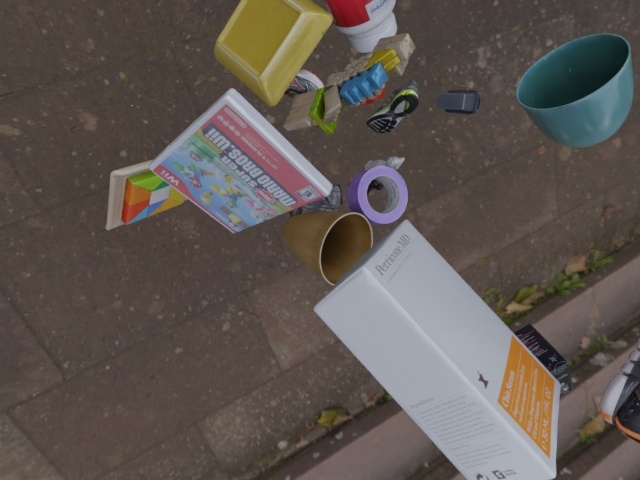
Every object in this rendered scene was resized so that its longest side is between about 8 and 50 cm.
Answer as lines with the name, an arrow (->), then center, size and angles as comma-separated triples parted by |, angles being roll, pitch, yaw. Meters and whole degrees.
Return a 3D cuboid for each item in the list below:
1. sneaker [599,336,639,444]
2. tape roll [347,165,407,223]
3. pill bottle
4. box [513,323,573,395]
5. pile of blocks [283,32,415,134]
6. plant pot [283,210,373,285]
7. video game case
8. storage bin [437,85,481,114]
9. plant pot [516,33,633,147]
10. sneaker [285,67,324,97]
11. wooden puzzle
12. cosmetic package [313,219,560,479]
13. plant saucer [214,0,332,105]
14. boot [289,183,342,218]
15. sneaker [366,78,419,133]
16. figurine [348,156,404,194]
sneaker -> 0.635, 0.215, 0.659 | 0.124, 0.180, 0.321 | 27, 92, -33
tape roll -> 0.188, -0.147, 1.327 | 0.189, 0.080, 0.189 | 0, 89, -24
pill bottle -> 0.110, -0.836, 1.298 | 0.229, 0.229, 0.407 | -48, 142, -4
box -> 0.510, 0.370, 1.073 | 0.247, 0.142, 0.163 | -32, 127, 5
pile of blocks -> 0.081, -0.353, 1.000 | 0.362, 0.149, 0.112 | -24, 140, 28
plant pot -> 0.000, 0.000, 1.324 | 0.237, 0.254, 0.237 | -17, 115, -40
video game case -> -0.144, -0.107, 0.666 | 0.204, 0.285, 0.025 | 41, 55, -28
storage bin -> 0.494, -0.509, 1.450 | 0.091, 0.135, 0.098 | -16, 117, -43
plant pot -> 0.797, -0.431, 1.236 | 0.293, 0.293, 0.235 | -51, 124, -2
sneaker -> -0.106, -0.547, 1.396 | 0.299, 0.121, 0.112 | 24, 82, -30
wooden puzzle -> -0.378, -0.116, 0.931 | 0.221, 0.239, 0.044 | -32, 83, -41
cosmetic package -> 0.231, 0.205, 0.769 | 0.453, 0.161, 0.230 | 47, 39, 3
plant saucer -> -0.180, -0.660, 1.279 | 0.333, 0.333, 0.081 | -51, 160, 16
boot -> -0.017, -0.214, 1.664 | 0.223, 0.118, 0.338 | -10, 142, -13
sneaker -> 0.306, -0.552, 1.675 | 0.111, 0.300, 0.121 | 33, 61, -22
figurine -> 0.255, -0.287, 1.771 | 0.092, 0.209, 0.215 | 47, 70, -20
